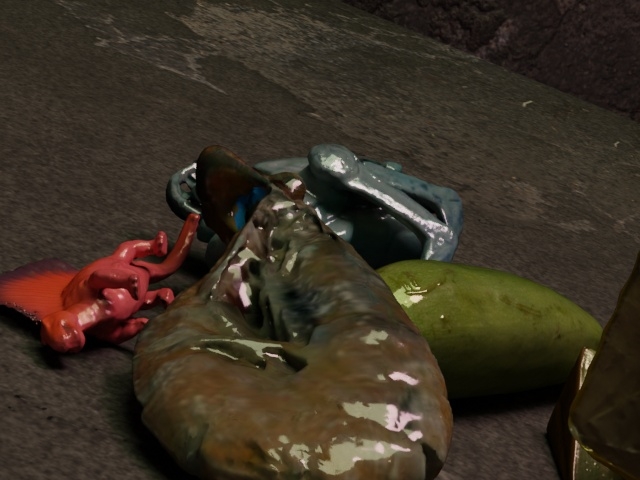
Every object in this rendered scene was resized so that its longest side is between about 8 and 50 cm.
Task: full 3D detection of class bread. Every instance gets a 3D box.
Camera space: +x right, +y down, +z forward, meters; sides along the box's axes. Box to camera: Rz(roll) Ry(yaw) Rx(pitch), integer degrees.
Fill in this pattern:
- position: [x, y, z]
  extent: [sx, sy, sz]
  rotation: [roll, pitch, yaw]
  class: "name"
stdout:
- position: [0.239, 0.158, 1.371]
  extent: [0.074, 0.084, 0.139]
  rotation: [20, 16, -5]
  class: "bread"

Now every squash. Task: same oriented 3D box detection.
- position: [0.147, 0.079, 1.463]
  extent: [0.370, 0.118, 0.118]
  rotation: [4, 23, -48]
  class: "squash"

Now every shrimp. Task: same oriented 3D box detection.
- position: [-0.038, 0.063, 1.253]
  extent: [0.221, 0.110, 0.446]
  rotation: [-1, 29, -12]
  class: "shrimp"

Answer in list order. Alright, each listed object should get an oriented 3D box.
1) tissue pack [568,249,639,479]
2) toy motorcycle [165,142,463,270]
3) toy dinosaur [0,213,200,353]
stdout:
- position: [0.409, 0.101, 1.280]
  extent: [0.293, 0.228, 0.382]
  rotation: [29, 18, 25]
  class: "tissue pack"
- position: [0.000, 0.000, 1.521]
  extent: [0.260, 0.154, 0.206]
  rotation: [-2, 46, -25]
  class: "toy motorcycle"
- position: [-0.189, 0.031, 1.338]
  extent: [0.139, 0.070, 0.286]
  rotation: [-1, 18, 8]
  class: "toy dinosaur"
